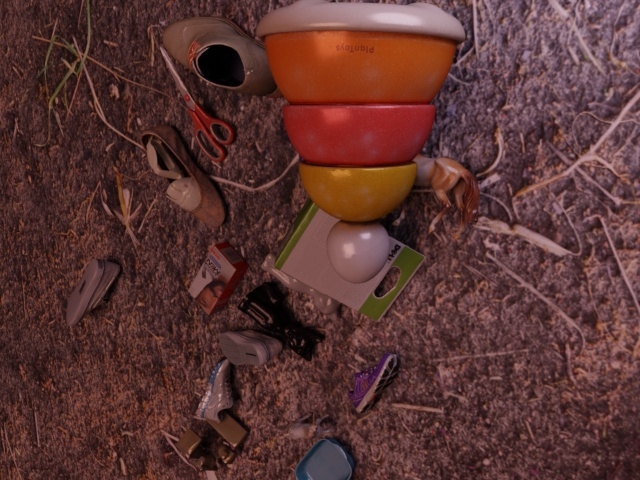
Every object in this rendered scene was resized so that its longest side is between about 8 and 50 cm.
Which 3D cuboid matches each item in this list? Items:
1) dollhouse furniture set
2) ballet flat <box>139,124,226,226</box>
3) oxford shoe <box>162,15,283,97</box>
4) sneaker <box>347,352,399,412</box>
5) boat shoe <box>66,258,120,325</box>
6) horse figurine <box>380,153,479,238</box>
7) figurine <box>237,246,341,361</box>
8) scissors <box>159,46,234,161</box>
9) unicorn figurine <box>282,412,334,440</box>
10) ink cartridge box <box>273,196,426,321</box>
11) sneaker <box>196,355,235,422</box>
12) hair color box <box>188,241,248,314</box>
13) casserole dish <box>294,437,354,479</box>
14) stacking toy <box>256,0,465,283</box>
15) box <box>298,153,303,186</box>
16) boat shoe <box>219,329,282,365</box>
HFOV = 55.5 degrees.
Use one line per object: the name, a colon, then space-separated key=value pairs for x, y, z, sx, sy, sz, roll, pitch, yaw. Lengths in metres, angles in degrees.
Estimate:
dollhouse furniture set: x=-0.272 y=0.540 z=1.647 sx=0.144 sy=0.123 sz=0.151 roll=34 pitch=82 yaw=26
ballet flat: x=-0.357 y=-0.156 z=1.524 sx=0.316 sy=0.106 sz=0.107 roll=53 pitch=124 yaw=15
oxford shoe: x=-0.244 y=-0.425 z=1.363 sx=0.396 sy=0.146 sz=0.141 roll=26 pitch=115 yaw=33
sneaker: x=0.106 y=0.299 z=1.307 sx=0.071 sy=0.068 sz=0.170 roll=46 pitch=122 yaw=26
boat shoe: x=-0.687 y=0.161 z=1.835 sx=0.268 sy=0.088 sz=0.096 roll=-56 pitch=43 yaw=23
horse figurine: x=0.201 y=-0.103 z=1.154 sx=0.263 sy=0.066 sz=0.175 roll=18 pitch=102 yaw=40
figurine: x=-0.055 y=0.142 z=1.388 sx=0.209 sy=0.092 sz=0.215 roll=40 pitch=119 yaw=14
scissors: x=-0.318 y=-0.324 z=1.476 sx=0.297 sy=0.021 sz=0.109 roll=49 pitch=127 yaw=1
unicorn figurine: x=-0.024 y=0.429 z=1.394 sx=0.162 sy=0.111 sz=0.060 roll=-35 pitch=78 yaw=35
ink cartridge box: x=0.059 y=0.026 z=1.265 sx=0.255 sy=0.097 sz=0.189 roll=30 pitch=111 yaw=-10
sneaker: x=-0.252 y=0.388 z=1.581 sx=0.082 sy=0.071 sz=0.191 roll=24 pitch=105 yaw=12
hair color box: x=-0.259 y=0.096 z=1.536 sx=0.093 sy=0.053 sz=0.167 roll=45 pitch=122 yaw=20
casserole dish: x=0.013 y=0.540 z=1.436 sx=0.114 sy=0.037 sz=0.188 roll=45 pitch=120 yaw=21
stacking toy: x=0.059 y=-0.157 z=1.075 sx=0.350 sy=0.350 sz=0.480 roll=11 pitch=106 yaw=34
box: x=0.012 y=-0.228 z=1.291 sx=0.136 sy=0.036 sz=0.226 roll=2 pitch=99 yaw=35
boat shoe: x=-0.170 y=0.263 z=1.492 sx=0.226 sy=0.075 sz=0.083 roll=5 pitch=108 yaw=55
